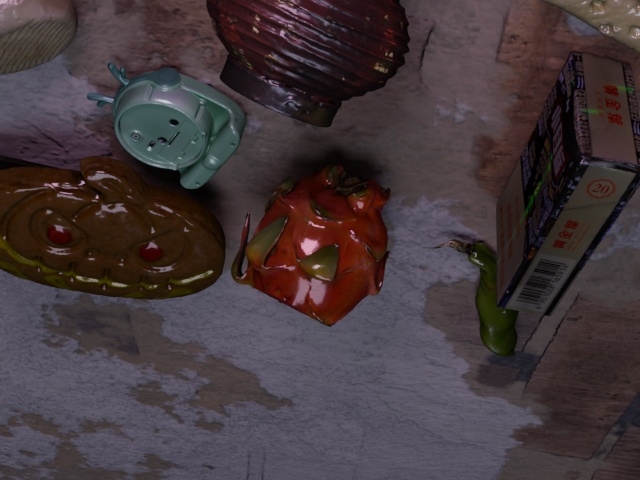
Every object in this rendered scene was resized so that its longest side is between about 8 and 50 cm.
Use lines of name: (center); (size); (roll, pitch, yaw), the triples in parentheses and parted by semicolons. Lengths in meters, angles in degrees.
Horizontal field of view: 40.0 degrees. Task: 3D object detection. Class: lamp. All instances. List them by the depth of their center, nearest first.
lamp: (-0.011, -0.255, 0.978); (0.247, 0.247, 0.247); (5, 141, 4)

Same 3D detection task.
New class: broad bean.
broad bean: (0.281, 0.098, 1.485); (0.098, 0.056, 0.318); (-9, 133, 30)

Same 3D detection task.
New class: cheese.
cheese: (0.332, -0.277, 1.025); (0.194, 0.043, 0.065); (24, 134, -15)

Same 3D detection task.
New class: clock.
clock: (-0.224, -0.169, 1.244); (0.211, 0.066, 0.159); (27, 137, -20)

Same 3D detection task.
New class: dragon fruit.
dragon fruit: (-0.003, 0.004, 1.300); (0.224, 0.227, 0.224); (17, 174, 2)

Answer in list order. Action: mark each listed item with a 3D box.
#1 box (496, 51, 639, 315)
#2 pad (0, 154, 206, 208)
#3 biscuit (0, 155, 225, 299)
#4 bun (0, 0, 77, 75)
box: (0.318, -0.064, 1.162); (0.084, 0.198, 0.310); (12, 141, -3)
pad: (-0.369, -0.038, 1.387); (0.375, 0.063, 0.315); (12, 152, -4)
biscuit: (-0.341, -0.003, 1.362); (0.394, 0.070, 0.350); (7, 148, -10)
bun: (-0.397, -0.284, 1.095); (0.173, 0.113, 0.166); (-22, 173, 19)
